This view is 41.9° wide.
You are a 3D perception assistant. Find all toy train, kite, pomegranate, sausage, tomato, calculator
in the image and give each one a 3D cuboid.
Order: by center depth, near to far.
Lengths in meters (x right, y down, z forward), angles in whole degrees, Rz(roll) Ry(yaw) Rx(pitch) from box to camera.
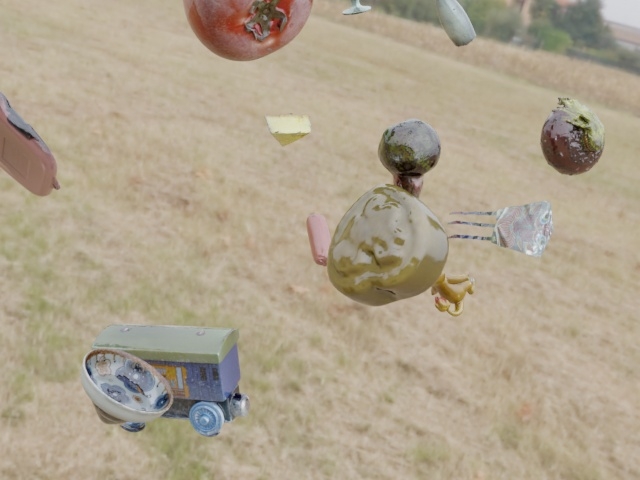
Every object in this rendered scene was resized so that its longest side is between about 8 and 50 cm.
[{"bbox_3d":[-0.598,-0.210,1.531,0.330,0.220,0.048,45,58,0],"label":"calculator"},{"bbox_3d":[-0.284,0.261,1.613,0.300,0.201,0.131,0,18,16],"label":"toy train"},{"bbox_3d":[0.166,-0.161,1.647,0.126,0.163,0.138,24,2,-13],"label":"pomegranate"},{"bbox_3d":[-0.150,-0.503,1.678,0.270,0.270,0.227,0,40,-39],"label":"tomato"},{"bbox_3d":[0.373,-0.025,1.762,0.229,0.127,0.016,0,-27,27],"label":"kite"},{"bbox_3d":[0.000,0.000,2.282,0.062,0.062,0.154,5,56,-28],"label":"sausage"}]

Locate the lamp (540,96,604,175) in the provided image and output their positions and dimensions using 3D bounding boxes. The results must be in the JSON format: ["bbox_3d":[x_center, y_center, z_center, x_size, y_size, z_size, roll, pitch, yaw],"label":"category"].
[{"bbox_3d":[0.562,-0.222,1.834,0.157,0.156,0.135,28,-12,-34],"label":"lamp"}]

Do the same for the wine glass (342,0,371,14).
[{"bbox_3d":[0.062,-0.561,1.771,0.073,0.155,0.073,-8,24,3],"label":"wine glass"}]

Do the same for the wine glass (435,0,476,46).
[{"bbox_3d":[0.263,-0.502,1.776,0.198,0.066,0.066,53,-2,-30],"label":"wine glass"}]

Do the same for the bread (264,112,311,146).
[{"bbox_3d":[-0.085,-0.319,2.312,0.080,0.109,0.084,50,20,-50],"label":"bread"}]

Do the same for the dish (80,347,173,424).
[{"bbox_3d":[-0.291,0.227,1.194,0.141,0.078,0.141,31,15,-9],"label":"dish"}]

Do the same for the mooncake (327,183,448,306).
[{"bbox_3d":[0.120,0.002,1.566,0.117,0.234,0.235,25,7,-42],"label":"mooncake"}]

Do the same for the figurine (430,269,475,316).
[{"bbox_3d":[0.302,0.120,2.081,0.176,0.121,0.122,34,48,-30],"label":"figurine"}]
